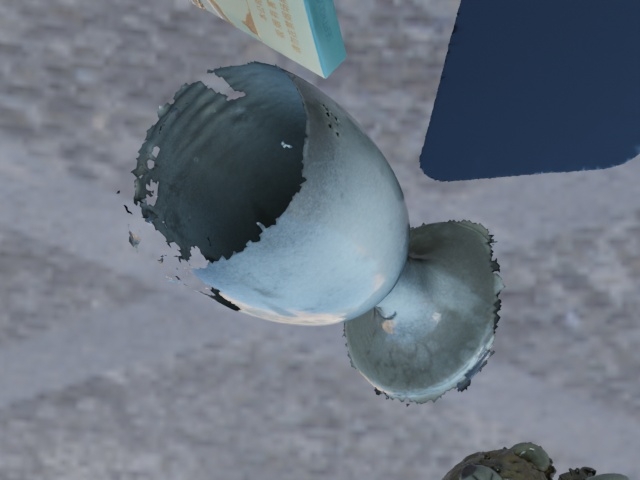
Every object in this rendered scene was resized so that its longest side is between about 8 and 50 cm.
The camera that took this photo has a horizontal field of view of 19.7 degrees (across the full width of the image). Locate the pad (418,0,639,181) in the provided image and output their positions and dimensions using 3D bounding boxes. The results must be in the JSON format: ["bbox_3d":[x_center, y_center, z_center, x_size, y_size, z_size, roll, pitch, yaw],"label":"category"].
[{"bbox_3d":[0.256,-0.209,1.683,0.314,0.063,0.375,-4,140,-16],"label":"pad"}]

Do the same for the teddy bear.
[{"bbox_3d":[0.224,0.334,2.159,0.267,0.256,0.156,-26,127,-8],"label":"teddy bear"}]

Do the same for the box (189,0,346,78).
[{"bbox_3d":[-0.083,-0.262,1.773,0.229,0.041,0.162,33,158,27],"label":"box"}]

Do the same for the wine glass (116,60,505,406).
[{"bbox_3d":[0.005,-0.003,1.505,0.190,0.191,0.357,-13,152,33],"label":"wine glass"}]
